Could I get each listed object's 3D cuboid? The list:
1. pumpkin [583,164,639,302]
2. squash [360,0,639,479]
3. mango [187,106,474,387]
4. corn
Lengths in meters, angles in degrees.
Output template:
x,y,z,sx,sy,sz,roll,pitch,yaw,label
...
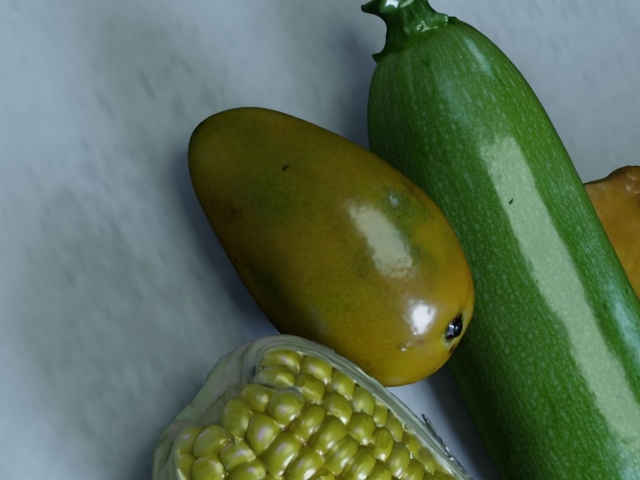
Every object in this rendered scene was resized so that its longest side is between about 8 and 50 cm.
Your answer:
x,y,z,sx,sy,sz,roll,pitch,yaw,label
0.314,0.039,1.090,0.290,0.095,0.258,29,27,30,pumpkin
0.114,0.044,1.019,0.107,0.107,0.395,-20,84,-38,squash
0.004,0.000,0.955,0.163,0.111,0.089,51,53,-9,mango
0.048,0.177,0.920,0.305,0.122,0.123,51,24,-10,corn
